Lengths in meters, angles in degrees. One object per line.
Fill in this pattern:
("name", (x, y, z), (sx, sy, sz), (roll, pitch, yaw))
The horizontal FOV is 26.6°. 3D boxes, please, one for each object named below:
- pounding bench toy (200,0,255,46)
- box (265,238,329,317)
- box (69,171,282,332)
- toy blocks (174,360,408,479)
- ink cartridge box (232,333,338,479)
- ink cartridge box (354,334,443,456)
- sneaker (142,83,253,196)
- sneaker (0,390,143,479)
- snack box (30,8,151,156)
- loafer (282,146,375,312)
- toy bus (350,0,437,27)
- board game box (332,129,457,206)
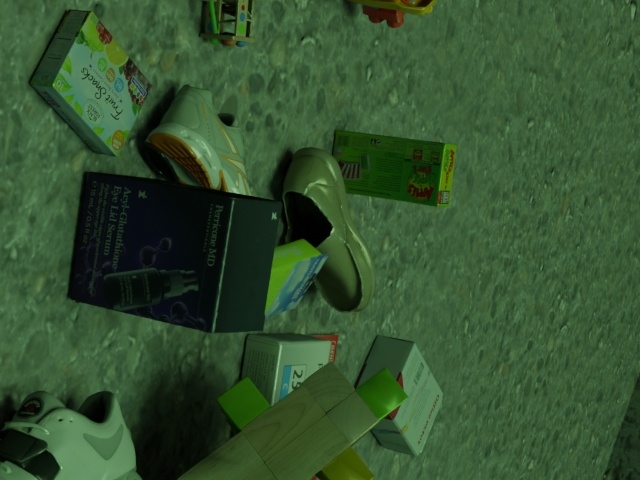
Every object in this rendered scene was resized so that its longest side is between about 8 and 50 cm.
("pounding bench toy", (-0.121, -0.274, 1.670), (0.083, 0.052, 0.065), (-8, 105, -59))
("box", (-0.069, 0.058, 1.822), (0.178, 0.042, 0.109), (-16, 143, -59))
("box", (-0.163, 0.012, 1.523), (0.108, 0.207, 0.153), (3, 96, -60))
("toy blocks", (-0.087, 0.302, 1.713), (0.381, 0.191, 0.261), (-36, 171, -19))
("ink cartridge box", (-0.035, 0.285, 1.971), (0.261, 0.066, 0.296), (4, 95, -59))
("ink cartridge box", (0.129, 0.259, 2.238), (0.127, 0.072, 0.175), (-64, 147, -27))
("sneaker", (-0.119, -0.088, 1.690), (0.121, 0.099, 0.262), (-69, 150, -28))
("sneaker", (-0.322, 0.240, 1.429), (0.330, 0.122, 0.146), (-14, 97, -61))
("snack box", (-0.250, -0.172, 1.490), (0.141, 0.037, 0.100), (52, 55, -52))
("loafer", (0.000, 0.000, 1.924), (0.092, 0.102, 0.269), (-47, 127, -42))
("toy bus", (0.112, -0.385, 1.889), (0.149, 0.220, 0.211), (-57, 149, -30))
("board game box", (0.105, -0.106, 1.979), (0.043, 0.181, 0.092), (-4, 101, -60))
